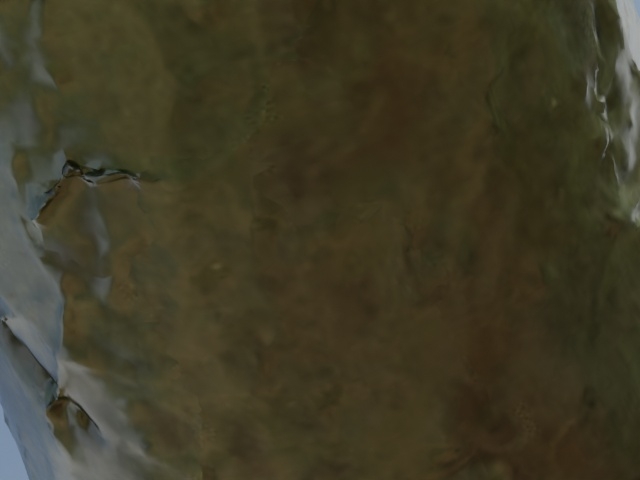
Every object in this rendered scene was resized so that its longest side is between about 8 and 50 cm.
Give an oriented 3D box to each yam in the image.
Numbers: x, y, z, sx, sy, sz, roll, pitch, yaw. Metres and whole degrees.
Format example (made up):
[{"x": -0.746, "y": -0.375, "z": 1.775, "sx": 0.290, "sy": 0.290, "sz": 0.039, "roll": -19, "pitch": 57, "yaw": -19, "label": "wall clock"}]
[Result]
[{"x": 0.000, "y": 0.000, "z": 0.513, "sx": 0.195, "sy": 0.195, "sz": 0.300, "roll": -26, "pitch": -65, "yaw": -14, "label": "yam"}]
